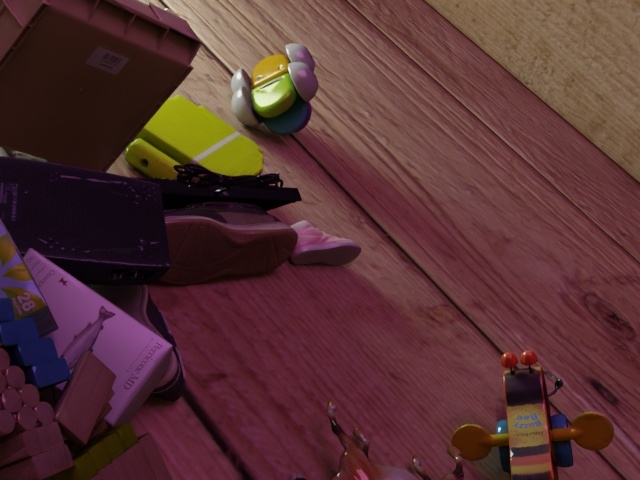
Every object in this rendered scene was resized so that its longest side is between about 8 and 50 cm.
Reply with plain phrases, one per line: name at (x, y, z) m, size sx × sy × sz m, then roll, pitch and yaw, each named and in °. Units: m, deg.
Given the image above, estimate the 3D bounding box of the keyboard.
keyboard at (-0.157, -0.069, 1.336) m, size 0.317 × 0.202 × 0.033 m, roll 0°, pitch 80°, yaw -44°

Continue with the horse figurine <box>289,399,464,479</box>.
horse figurine at (0.090, 0.287, 1.136) m, size 0.263 × 0.066 × 0.174 m, roll 24°, pitch 24°, yaw -9°

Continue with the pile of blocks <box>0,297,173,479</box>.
pile of blocks at (-0.276, 0.155, 0.850) m, size 0.362 × 0.113 × 0.149 m, roll 53°, pitch 31°, yaw -24°

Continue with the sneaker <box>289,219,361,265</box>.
sneaker at (0.000, 0.000, 1.502) m, size 0.134 × 0.051 × 0.070 m, roll -1°, pitch 47°, yaw -38°

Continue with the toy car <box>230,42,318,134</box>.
toy car at (-0.072, -0.262, 1.773) m, size 0.136 × 0.159 × 0.182 m, roll 59°, pitch 13°, yaw -33°

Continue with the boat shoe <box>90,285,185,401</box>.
boat shoe at (-0.215, 0.110, 1.142) m, size 0.206 × 0.075 × 0.065 m, roll 52°, pitch -9°, yaw 41°

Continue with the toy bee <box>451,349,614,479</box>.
toy bee at (0.266, 0.236, 1.284) m, size 0.195 × 0.162 × 0.298 m, roll -22°, pitch 33°, yaw -2°

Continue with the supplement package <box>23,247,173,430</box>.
supplement package at (-0.256, 0.111, 0.994) m, size 0.179 × 0.105 × 0.105 m, roll 33°, pitch 64°, yaw 3°

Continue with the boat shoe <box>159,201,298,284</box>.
boat shoe at (-0.157, -0.007, 1.323) m, size 0.285 × 0.102 × 0.092 m, roll -2°, pitch 35°, yaw -46°

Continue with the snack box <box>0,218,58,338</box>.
snack box at (-0.375, 0.032, 0.914) m, size 0.175 × 0.070 × 0.207 m, roll -28°, pitch 70°, yaw -17°

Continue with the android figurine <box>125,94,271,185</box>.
android figurine at (-0.202, -0.149, 1.534) m, size 0.273 × 0.056 × 0.248 m, roll 33°, pitch 29°, yaw 3°

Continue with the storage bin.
storage bin at (-0.338, -0.235, 1.277) m, size 0.262 × 0.260 × 0.123 m, roll 16°, pitch 34°, yaw -53°

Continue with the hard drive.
hard drive at (-0.307, -0.022, 1.109) m, size 0.255 × 0.054 × 0.172 m, roll 8°, pitch 38°, yaw -22°
